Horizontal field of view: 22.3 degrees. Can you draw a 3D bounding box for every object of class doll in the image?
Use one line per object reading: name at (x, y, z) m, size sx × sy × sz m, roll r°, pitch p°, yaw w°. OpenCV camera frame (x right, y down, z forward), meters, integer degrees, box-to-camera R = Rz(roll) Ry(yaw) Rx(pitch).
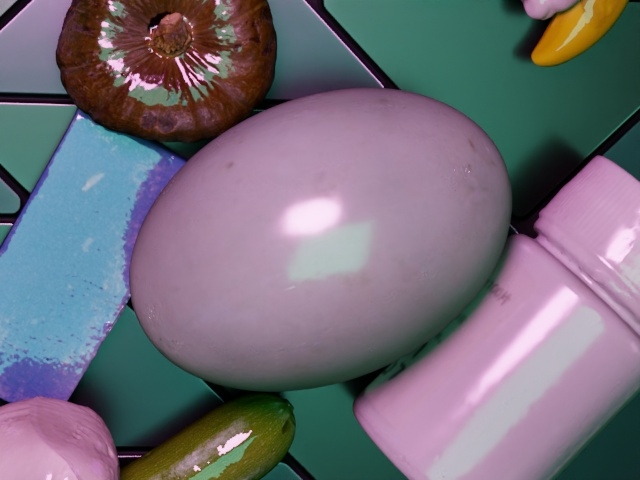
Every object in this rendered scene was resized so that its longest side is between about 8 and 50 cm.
doll at (0.223, -0.305, 1.645) m, size 0.237 × 0.111 × 0.252 m, roll 40°, pitch 92°, yaw -27°

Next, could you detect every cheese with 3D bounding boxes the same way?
cheese at (-0.297, 0.243, 1.593) m, size 0.189 × 0.198 × 0.154 m, roll -35°, pitch 107°, yaw 6°

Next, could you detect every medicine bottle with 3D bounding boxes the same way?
medicine bottle at (0.226, 0.109, 1.664) m, size 0.211 × 0.211 × 0.371 m, roll 43°, pitch 92°, yaw -12°

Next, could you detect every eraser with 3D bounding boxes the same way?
eraser at (-0.260, 0.025, 1.670) m, size 0.144 × 0.042 × 0.312 m, roll 30°, pitch 95°, yaw -11°

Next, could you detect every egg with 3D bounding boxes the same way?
egg at (0.000, 0.000, 1.581) m, size 0.389 × 0.276 × 0.276 m, roll -24°, pitch 102°, yaw 3°

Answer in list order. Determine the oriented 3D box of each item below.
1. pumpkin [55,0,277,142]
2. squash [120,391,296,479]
pumpkin at (-0.143, -0.200, 1.587) m, size 0.219 × 0.162 × 0.219 m, roll -1°, pitch 96°, yaw -8°
squash at (-0.186, 0.280, 1.697) m, size 0.378 × 0.101 × 0.101 m, roll -33°, pitch 102°, yaw -5°
